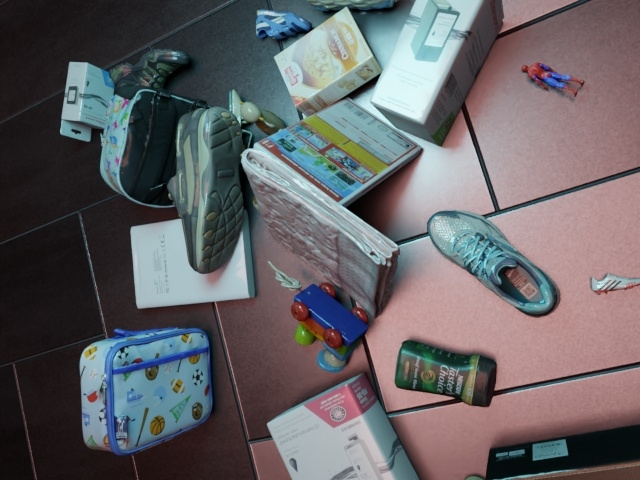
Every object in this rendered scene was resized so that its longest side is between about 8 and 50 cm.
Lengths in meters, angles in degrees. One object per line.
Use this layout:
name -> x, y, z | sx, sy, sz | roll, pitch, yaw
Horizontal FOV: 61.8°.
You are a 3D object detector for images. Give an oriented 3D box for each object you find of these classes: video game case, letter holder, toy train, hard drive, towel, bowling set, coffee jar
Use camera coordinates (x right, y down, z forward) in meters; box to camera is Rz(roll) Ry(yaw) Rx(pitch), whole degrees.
video game case -> 0.041, -0.176, 1.034 | 0.204, 0.285, 0.025 | 39, 139, 18
letter holder -> 0.462, 0.459, 0.902 | 0.302, 0.152, 0.214 | -18, 84, 19
toy train -> -0.027, 0.159, 1.120 | 0.248, 0.105, 0.143 | 36, 134, 23
hard drive -> -0.306, 0.047, 1.263 | 0.308, 0.040, 0.202 | -8, 86, 20
towel -> 0.000, 0.000, 1.006 | 0.317, 0.331, 0.053 | 37, 74, 17
bowling set -> -0.083, -0.135, 1.124 | 0.287, 0.154, 0.199 | 37, 100, 18
coffee jar -> 0.241, 0.256, 1.029 | 0.185, 0.079, 0.096 | 8, 91, 20

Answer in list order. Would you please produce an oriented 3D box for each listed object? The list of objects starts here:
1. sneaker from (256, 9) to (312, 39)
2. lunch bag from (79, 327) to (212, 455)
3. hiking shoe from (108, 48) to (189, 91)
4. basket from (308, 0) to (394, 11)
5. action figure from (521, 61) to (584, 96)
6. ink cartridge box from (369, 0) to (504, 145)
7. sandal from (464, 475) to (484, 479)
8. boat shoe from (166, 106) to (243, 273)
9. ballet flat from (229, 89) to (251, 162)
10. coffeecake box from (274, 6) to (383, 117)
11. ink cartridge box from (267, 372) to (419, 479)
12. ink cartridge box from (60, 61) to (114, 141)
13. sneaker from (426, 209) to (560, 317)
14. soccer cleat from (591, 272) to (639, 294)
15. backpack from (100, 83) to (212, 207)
sneaker -> -0.083, -0.474, 1.192 | 0.144, 0.053, 0.059 | 17, 94, 29
lunch bag -> -0.362, 0.302, 1.136 | 0.115, 0.303, 0.242 | -3, 88, 29
hiking shoe -> -0.405, -0.390, 1.304 | 0.227, 0.086, 0.114 | -11, 98, 26
basket -> 0.028, -0.575, 1.024 | 0.255, 0.289, 0.200 | 9, 88, 21
action figure -> 0.431, -0.305, 1.003 | 0.115, 0.030, 0.038 | 34, 94, 23
ink cartridge box -> 0.221, -0.336, 0.992 | 0.115, 0.198, 0.272 | 28, 98, 21
sandal -> 0.263, 0.572, 1.009 | 0.088, 0.079, 0.239 | 15, 94, 21
boat shoe -> -0.250, -0.107, 1.153 | 0.130, 0.132, 0.354 | 12, 101, 30
ballet flat -> -0.184, -0.260, 1.229 | 0.053, 0.057, 0.168 | 1, 92, -7
coffeecake box -> 0.014, -0.369, 1.120 | 0.186, 0.068, 0.142 | -29, 67, 17
ink cartridge box -> 0.054, 0.443, 1.072 | 0.207, 0.117, 0.282 | -31, 78, 17
ink cartridge box -> -0.584, -0.343, 1.348 | 0.060, 0.104, 0.180 | 9, 92, 20
sneaker -> 0.317, 0.032, 0.984 | 0.283, 0.122, 0.110 | 37, 100, 18
soccer cleat -> 0.528, 0.073, 0.954 | 0.083, 0.029, 0.035 | -15, 87, 24
backpack -> -0.374, -0.206, 1.204 | 0.191, 0.225, 0.253 | 17, 99, 43
